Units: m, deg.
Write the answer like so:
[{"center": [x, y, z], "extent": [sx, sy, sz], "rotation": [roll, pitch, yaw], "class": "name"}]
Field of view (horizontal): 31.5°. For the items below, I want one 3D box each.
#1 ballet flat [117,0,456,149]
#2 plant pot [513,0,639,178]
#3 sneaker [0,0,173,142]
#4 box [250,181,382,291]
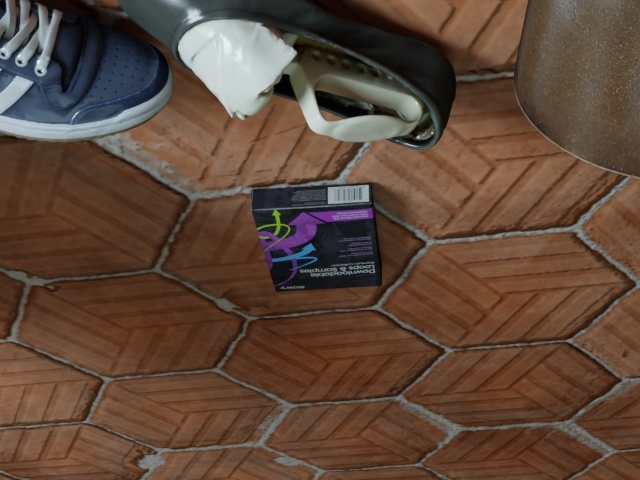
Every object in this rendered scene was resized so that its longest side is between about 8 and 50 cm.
[{"center": [-0.018, -0.133, 0.848], "extent": [0.281, 0.096, 0.095], "rotation": [13, 146, -20], "class": "ballet flat"}, {"center": [0.229, -0.190, 0.683], "extent": [0.216, 0.215, 0.230], "rotation": [-3, 133, 4], "class": "plant pot"}, {"center": [-0.243, -0.159, 0.804], "extent": [0.282, 0.099, 0.153], "rotation": [8, 150, -7], "class": "sneaker"}, {"center": [0.000, 0.000, 1.129], "extent": [0.116, 0.029, 0.162], "rotation": [-4, 150, 6], "class": "box"}]
